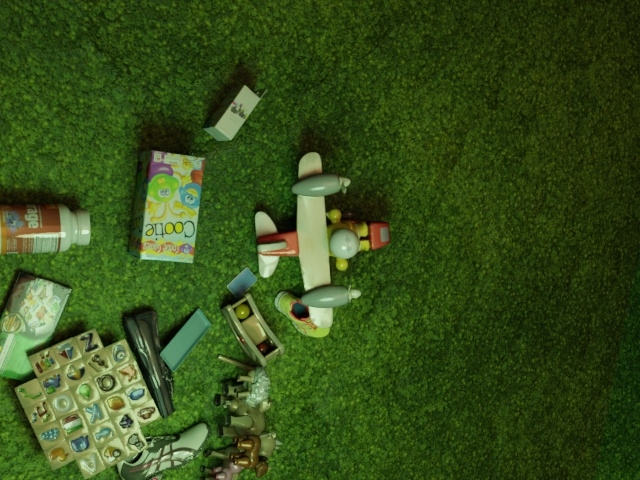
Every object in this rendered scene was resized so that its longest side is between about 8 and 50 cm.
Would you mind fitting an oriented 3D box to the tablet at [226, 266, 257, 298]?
[{"bbox_3d":[-0.227,0.123,2.005,0.083,0.006,0.054,-44,114,-16],"label":"tablet"}]

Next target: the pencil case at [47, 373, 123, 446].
[{"bbox_3d":[-0.602,0.434,1.791,0.236,0.104,0.104,-48,115,-15],"label":"pencil case"}]

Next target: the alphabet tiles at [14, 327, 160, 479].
[{"bbox_3d":[-0.582,0.410,1.742,0.285,0.011,0.342,-24,95,-19],"label":"alphabet tiles"}]

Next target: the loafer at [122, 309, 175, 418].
[{"bbox_3d":[-0.438,0.332,1.864,0.095,0.109,0.302,-24,104,-28],"label":"loafer"}]

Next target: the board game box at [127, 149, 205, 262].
[{"bbox_3d":[-0.405,-0.089,1.808,0.144,0.142,0.275,5,93,-28],"label":"board game box"}]

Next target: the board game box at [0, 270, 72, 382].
[{"bbox_3d":[-0.737,0.218,1.732,0.136,0.030,0.259,24,84,-30],"label":"board game box"}]

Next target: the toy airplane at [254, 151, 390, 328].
[{"bbox_3d":[0.000,0.000,1.960,0.386,0.272,0.384,44,74,-23],"label":"toy airplane"}]

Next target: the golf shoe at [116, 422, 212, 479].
[{"bbox_3d":[-0.425,0.579,1.901,0.273,0.105,0.120,-35,103,-21],"label":"golf shoe"}]

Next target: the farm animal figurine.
[{"bbox_3d":[-0.208,0.548,1.951,0.172,0.330,0.326,11,62,-25],"label":"farm animal figurine"}]

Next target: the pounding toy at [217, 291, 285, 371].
[{"bbox_3d":[-0.210,0.294,1.951,0.155,0.154,0.269,-32,109,-21],"label":"pounding toy"}]

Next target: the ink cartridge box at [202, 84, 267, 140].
[{"bbox_3d":[-0.234,-0.362,1.890,0.062,0.104,0.181,39,77,-26],"label":"ink cartridge box"}]

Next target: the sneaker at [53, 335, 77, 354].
[{"bbox_3d":[-0.670,0.305,1.758,0.152,0.058,0.084,-39,118,-24],"label":"sneaker"}]

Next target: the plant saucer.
[{"bbox_3d":[-0.371,0.271,1.892,0.067,0.018,0.192,59,41,-21],"label":"plant saucer"}]

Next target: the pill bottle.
[{"bbox_3d":[-0.679,-0.030,1.681,0.216,0.121,0.121,-3,97,-28],"label":"pill bottle"}]

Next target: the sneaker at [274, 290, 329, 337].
[{"bbox_3d":[-0.044,0.233,2.067,0.208,0.094,0.081,38,77,-28],"label":"sneaker"}]
